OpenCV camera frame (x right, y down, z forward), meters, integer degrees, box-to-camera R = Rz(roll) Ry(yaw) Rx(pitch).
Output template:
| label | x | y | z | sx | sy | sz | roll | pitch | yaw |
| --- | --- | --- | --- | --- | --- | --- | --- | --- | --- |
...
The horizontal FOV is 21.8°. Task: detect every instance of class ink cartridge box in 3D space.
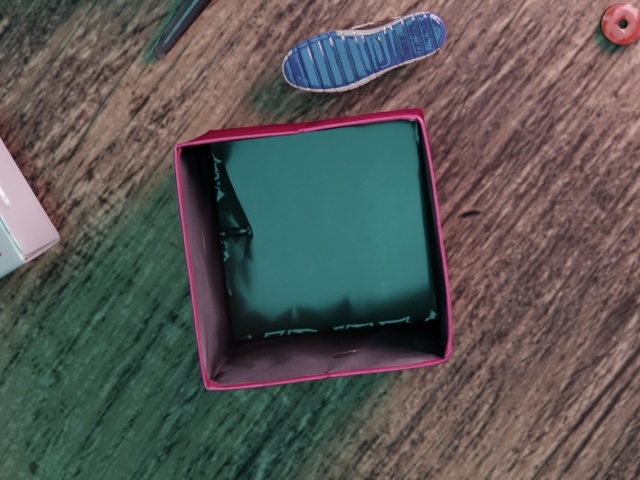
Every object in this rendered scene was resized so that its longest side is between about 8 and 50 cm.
| label | x | y | z | sx | sy | sz | roll | pitch | yaw |
| --- | --- | --- | --- | --- | --- | --- | --- | --- | --- |
| ink cartridge box | -0.433 | -0.009 | 1.830 | 0.237 | 0.100 | 0.172 | -29 | 95 | 22 |

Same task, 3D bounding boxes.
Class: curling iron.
| label | x | y | z | sx | sy | sz | roll | pitch | yaw |
| --- | --- | --- | --- | --- | --- | --- | --- | --- | --- |
| curling iron | -0.091 | -0.303 | 1.834 | 0.274 | 0.035 | 0.068 | -45 | 92 | 7 |

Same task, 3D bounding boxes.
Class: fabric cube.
| label | x | y | z | sx | sy | sz | roll | pitch | yaw |
| --- | --- | --- | --- | --- | --- | --- | --- | --- | --- |
| fabric cube | 0.000 | 0.000 | 1.754 | 0.259 | 0.258 | 0.254 | -7 | 95 | 4 |

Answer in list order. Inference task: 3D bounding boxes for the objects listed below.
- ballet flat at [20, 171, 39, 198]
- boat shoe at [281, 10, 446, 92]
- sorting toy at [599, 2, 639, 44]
| label | x | y | z | sx | sy | sz | roll | pitch | yaw |
| --- | --- | --- | --- | --- | --- | --- | --- | --- | --- |
| ballet flat | -0.396 | -0.088 | 1.881 | 0.173 | 0.049 | 0.057 | 39 | 120 | 4 |
| boat shoe | 0.047 | -0.204 | 1.822 | 0.183 | 0.066 | 0.066 | -13 | 98 | -1 |
| sorting toy | 0.442 | -0.188 | 1.811 | 0.274 | 0.046 | 0.132 | 2 | 97 | 3 |
